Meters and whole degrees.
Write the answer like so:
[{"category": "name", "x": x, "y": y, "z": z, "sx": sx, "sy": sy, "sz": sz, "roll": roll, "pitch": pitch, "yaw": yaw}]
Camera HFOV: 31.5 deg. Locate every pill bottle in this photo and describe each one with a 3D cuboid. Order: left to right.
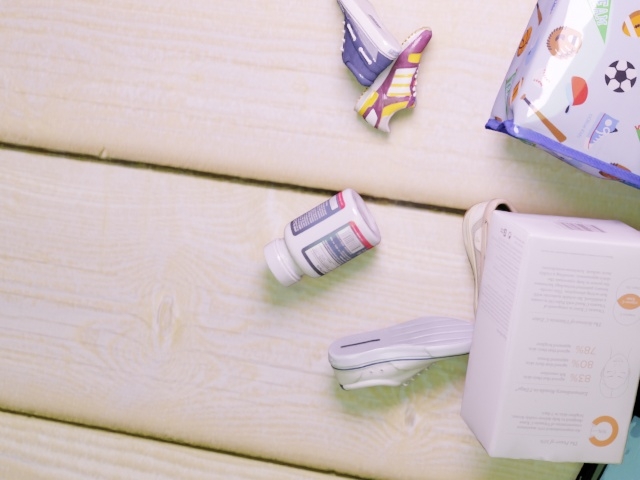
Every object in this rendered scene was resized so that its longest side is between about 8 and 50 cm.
[{"category": "pill bottle", "x": 0.000, "y": 0.000, "z": 1.905, "sx": 0.180, "sy": 0.108, "sz": 0.108, "roll": -29, "pitch": 88, "yaw": 13}]

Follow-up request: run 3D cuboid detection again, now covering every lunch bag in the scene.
[{"category": "lunch bag", "x": 0.499, "y": -0.241, "z": 1.721, "sx": 0.385, "sy": 0.239, "sz": 0.328, "roll": 23, "pitch": 98, "yaw": -6}]

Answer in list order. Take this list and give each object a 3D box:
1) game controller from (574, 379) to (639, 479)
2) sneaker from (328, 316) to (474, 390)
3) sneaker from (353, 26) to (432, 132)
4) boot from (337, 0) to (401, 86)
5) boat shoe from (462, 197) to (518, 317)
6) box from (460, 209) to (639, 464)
[{"category": "game controller", "x": 0.515, "y": 0.381, "z": 1.843, "sx": 0.166, "sy": 0.067, "sz": 0.319, "roll": 27, "pitch": 99, "yaw": 9}, {"category": "sneaker", "x": 0.145, "y": 0.194, "z": 1.909, "sx": 0.258, "sy": 0.094, "sz": 0.091, "roll": -9, "pitch": 121, "yaw": 10}, {"category": "sneaker", "x": 0.139, "y": -0.266, "z": 1.880, "sx": 0.084, "sy": 0.069, "sz": 0.185, "roll": 39, "pitch": 108, "yaw": -1}, {"category": "boot", "x": 0.055, "y": -0.342, "z": 1.866, "sx": 0.086, "sy": 0.069, "sz": 0.190, "roll": -48, "pitch": 51, "yaw": 26}, {"category": "boat shoe", "x": 0.309, "y": 0.080, "z": 1.832, "sx": 0.109, "sy": 0.098, "sz": 0.302, "roll": -12, "pitch": 88, "yaw": -17}, {"category": "box", "x": 0.359, "y": 0.145, "z": 1.722, "sx": 0.215, "sy": 0.168, "sz": 0.345, "roll": 5, "pitch": 103, "yaw": -12}]
